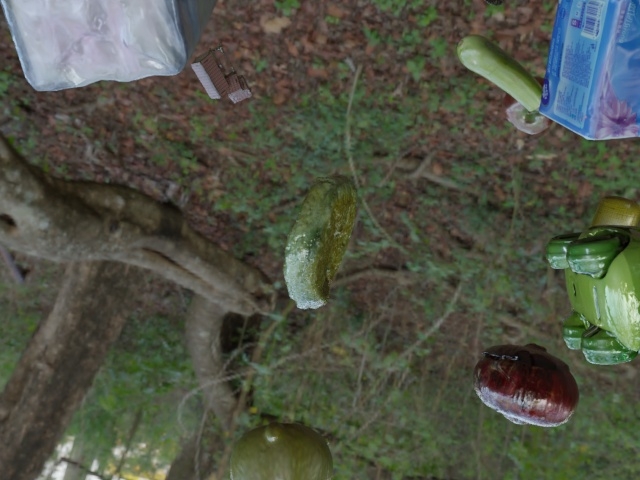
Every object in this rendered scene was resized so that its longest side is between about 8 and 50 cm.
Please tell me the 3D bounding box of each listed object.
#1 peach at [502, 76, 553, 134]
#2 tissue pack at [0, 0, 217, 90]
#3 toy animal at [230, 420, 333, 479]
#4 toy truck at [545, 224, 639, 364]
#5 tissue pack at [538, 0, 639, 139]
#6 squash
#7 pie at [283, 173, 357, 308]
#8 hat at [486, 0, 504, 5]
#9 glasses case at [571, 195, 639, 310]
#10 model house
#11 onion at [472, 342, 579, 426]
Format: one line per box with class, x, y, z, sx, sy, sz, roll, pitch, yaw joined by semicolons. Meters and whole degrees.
peach;0.587;-0.382;2.078;0.152;0.152;0.152;13;168;3
tissue pack;-0.147;-0.311;0.551;0.124;0.288;0.394;-5;-150;1
toy animal;-0.062;0.476;1.194;0.181;0.363;0.180;0;162;-5
toy truck;0.365;0.050;0.844;0.210;0.148;0.187;-9;-176;21
tissue pack;0.524;-0.339;1.383;0.146;0.263;0.198;-5;-154;-14
squash;0.424;-0.400;1.777;0.250;0.083;0.083;31;162;-20
pie;0.000;0.000;1.450;0.078;0.277;0.277;13;168;14
hat;0.348;-0.516;1.470;0.121;0.121;0.050;23;160;-39
glasses case;0.497;0.036;1.323;0.079;0.234;0.064;19;-157;27
model house;-0.140;-0.230;1.074;0.057;0.058;0.083;-24;117;8
onion;0.477;0.332;1.753;0.246;0.190;0.246;20;172;3
